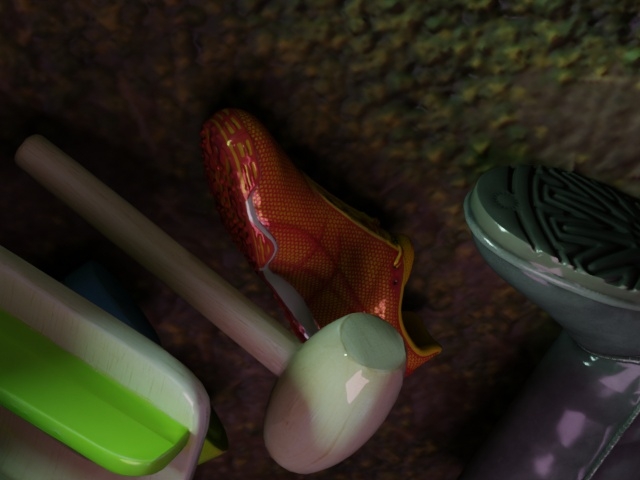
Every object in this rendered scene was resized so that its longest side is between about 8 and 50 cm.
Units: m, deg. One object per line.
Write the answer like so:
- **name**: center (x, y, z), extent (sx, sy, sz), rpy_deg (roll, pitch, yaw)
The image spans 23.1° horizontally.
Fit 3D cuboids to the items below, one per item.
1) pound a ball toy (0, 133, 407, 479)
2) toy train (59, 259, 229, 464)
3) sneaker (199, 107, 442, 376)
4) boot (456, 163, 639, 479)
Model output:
- **pound a ball toy**: center (-0.155, 0.054, 0.614), extent (0.319, 0.208, 0.135), rpy_deg (31, 130, 12)
- **toy train**: center (-0.105, 0.119, 0.766), extent (0.143, 0.105, 0.248), rpy_deg (-33, 133, 4)
- **sneaker**: center (0.000, 0.000, 0.682), extent (0.067, 0.064, 0.175), rpy_deg (-33, 134, -2)
- **boot**: center (0.102, 0.076, 0.731), extent (0.190, 0.076, 0.208), rpy_deg (21, 128, -21)
